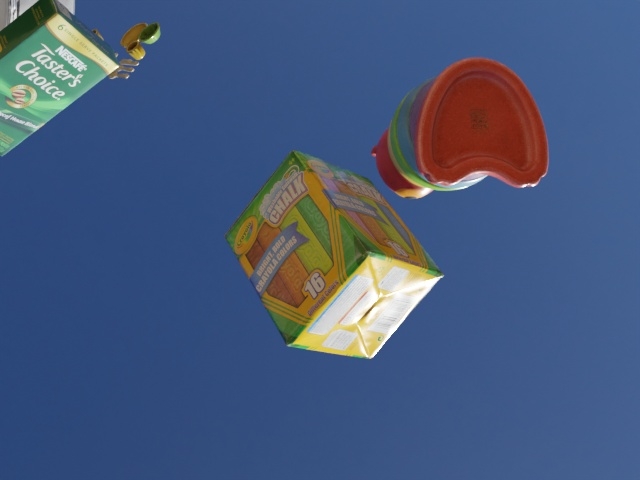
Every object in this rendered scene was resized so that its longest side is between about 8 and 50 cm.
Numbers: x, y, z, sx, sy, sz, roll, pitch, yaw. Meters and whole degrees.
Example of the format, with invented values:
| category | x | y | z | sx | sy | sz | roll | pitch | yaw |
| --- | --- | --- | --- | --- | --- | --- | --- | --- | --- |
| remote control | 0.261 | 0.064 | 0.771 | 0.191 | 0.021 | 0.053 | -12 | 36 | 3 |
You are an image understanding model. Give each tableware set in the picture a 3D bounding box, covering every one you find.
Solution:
| category | x | y | z | sx | sy | sz | roll | pitch | yaw |
| --- | --- | --- | --- | --- | --- | --- | --- | --- | --- |
| tableware set | -0.295 | -0.280 | 1.216 | 0.154 | 0.024 | 0.104 | 16 | -114 | 44 |

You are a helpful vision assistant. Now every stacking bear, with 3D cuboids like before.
| category | x | y | z | sx | sy | sz | roll | pitch | yaw |
| --- | --- | --- | --- | --- | --- | --- | --- | --- | --- |
| stacking bear | 0.161 | -0.134 | 1.172 | 0.175 | 0.289 | 0.164 | 0 | -96 | -16 |

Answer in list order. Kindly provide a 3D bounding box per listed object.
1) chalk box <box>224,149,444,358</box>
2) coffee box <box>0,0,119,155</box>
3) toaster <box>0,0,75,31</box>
| category | x | y | z | sx | sy | sz | roll | pitch | yaw |
| --- | --- | --- | --- | --- | --- | --- | --- | --- | --- |
| chalk box | 0.000 | 0.000 | 0.900 | 0.132 | 0.132 | 0.213 | 16 | -150 | -46 |
| coffee box | -0.334 | -0.183 | 0.957 | 0.184 | 0.113 | 0.040 | -34 | -122 | 8 |
| toaster | -0.480 | -0.401 | 1.349 | 0.129 | 0.227 | 0.146 | 17 | -160 | 23 |
